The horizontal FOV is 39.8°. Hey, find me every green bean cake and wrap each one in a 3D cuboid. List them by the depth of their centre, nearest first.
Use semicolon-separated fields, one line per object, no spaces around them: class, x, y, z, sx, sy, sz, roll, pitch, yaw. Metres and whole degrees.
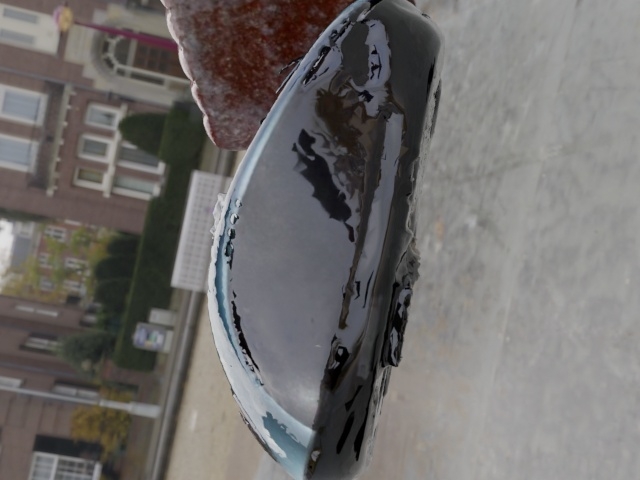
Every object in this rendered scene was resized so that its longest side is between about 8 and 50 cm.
green bean cake;-0.015;-0.123;0.495;0.056;0.136;0.135;-97;-6;-46

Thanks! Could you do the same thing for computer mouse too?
computer mouse;0.000;0.000;0.424;0.137;0.096;0.233;-34;-48;-85
